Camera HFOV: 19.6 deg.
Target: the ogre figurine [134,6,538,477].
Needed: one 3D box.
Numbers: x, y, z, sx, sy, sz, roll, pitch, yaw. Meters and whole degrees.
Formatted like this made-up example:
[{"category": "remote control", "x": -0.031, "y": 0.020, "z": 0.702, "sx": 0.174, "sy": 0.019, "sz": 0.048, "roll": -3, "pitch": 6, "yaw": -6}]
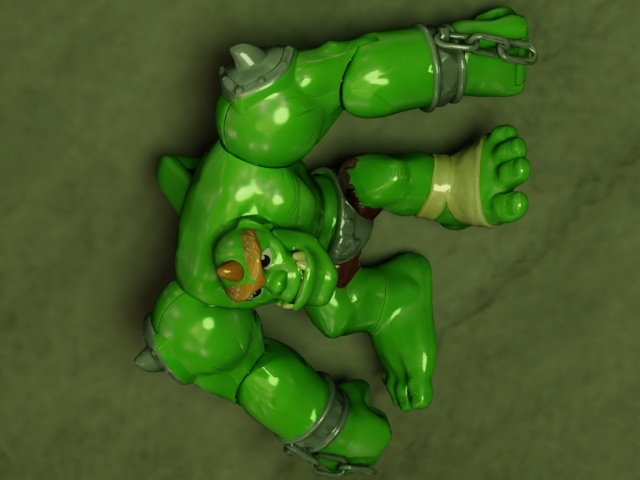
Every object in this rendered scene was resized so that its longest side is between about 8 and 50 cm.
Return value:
[{"category": "ogre figurine", "x": 0.000, "y": 0.000, "z": 0.710, "sx": 0.118, "sy": 0.097, "sz": 0.197, "roll": 8, "pitch": 134, "yaw": -23}]
